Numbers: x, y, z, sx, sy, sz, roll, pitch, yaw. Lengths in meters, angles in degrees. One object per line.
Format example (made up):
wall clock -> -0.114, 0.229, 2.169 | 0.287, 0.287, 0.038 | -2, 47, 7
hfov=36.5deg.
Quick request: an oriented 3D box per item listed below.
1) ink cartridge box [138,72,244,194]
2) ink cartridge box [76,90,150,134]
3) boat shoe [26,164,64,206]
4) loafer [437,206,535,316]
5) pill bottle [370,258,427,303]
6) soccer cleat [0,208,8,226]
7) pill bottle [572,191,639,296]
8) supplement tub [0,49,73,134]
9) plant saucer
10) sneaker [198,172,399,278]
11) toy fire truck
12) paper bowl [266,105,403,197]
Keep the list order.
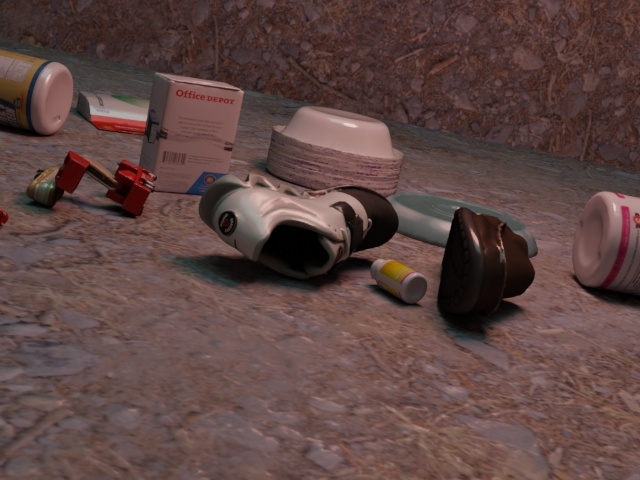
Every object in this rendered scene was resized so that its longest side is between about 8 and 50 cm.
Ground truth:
ink cartridge box -> -0.224, -0.180, 1.661 | 0.139, 0.191, 0.082 | 4, 16, -31
ink cartridge box -> -0.443, -0.288, 2.213 | 0.181, 0.056, 0.224 | 4, 14, -28
boat shoe -> -0.402, -0.088, 1.436 | 0.045, 0.050, 0.135 | 16, 13, -8
loafer -> 0.243, 0.021, 1.367 | 0.130, 0.134, 0.366 | 13, 14, 6
pill bottle -> 0.104, 0.052, 1.314 | 0.043, 0.043, 0.083 | 2, 17, -36
soccer cleat -> -0.433, -0.029, 1.220 | 0.035, 0.029, 0.083 | 27, 24, 35
pill bottle -> 0.577, 0.022, 1.598 | 0.283, 0.160, 0.160 | 10, 14, -6
supplement tub -> -0.604, -0.295, 1.901 | 0.199, 0.144, 0.144 | 14, 14, 8
plant saucer -> 0.253, -0.036, 1.808 | 0.317, 0.044, 0.317 | 12, 13, -3
sneaker -> 0.000, 0.000, 1.338 | 0.330, 0.122, 0.146 | 1, 35, -40
toy fire truck -> -0.317, -0.093, 1.451 | 0.135, 0.047, 0.192 | 28, 10, -14
paper bowl -> 0.035, -0.194, 2.040 | 0.284, 0.148, 0.284 | 11, 12, -2
